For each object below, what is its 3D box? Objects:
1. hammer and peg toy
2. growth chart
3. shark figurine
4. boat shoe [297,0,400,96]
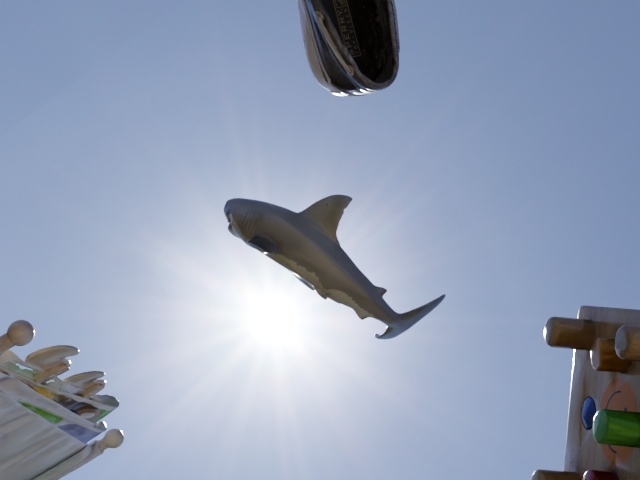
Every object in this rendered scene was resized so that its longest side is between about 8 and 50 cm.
[{"bbox_3d":[0.327,0.254,1.207,0.127,0.266,0.361,6,-92,-11],"label":"hammer and peg toy"},{"bbox_3d":[-0.220,0.134,0.747,0.172,0.021,0.237,-27,-28,-5],"label":"growth chart"},{"bbox_3d":[0.020,0.013,1.230,0.278,0.166,0.116,34,-92,-2],"label":"shark figurine"},{"bbox_3d":[0.009,-0.283,1.027,0.108,0.102,0.301,-17,-79,-17],"label":"boat shoe"}]
